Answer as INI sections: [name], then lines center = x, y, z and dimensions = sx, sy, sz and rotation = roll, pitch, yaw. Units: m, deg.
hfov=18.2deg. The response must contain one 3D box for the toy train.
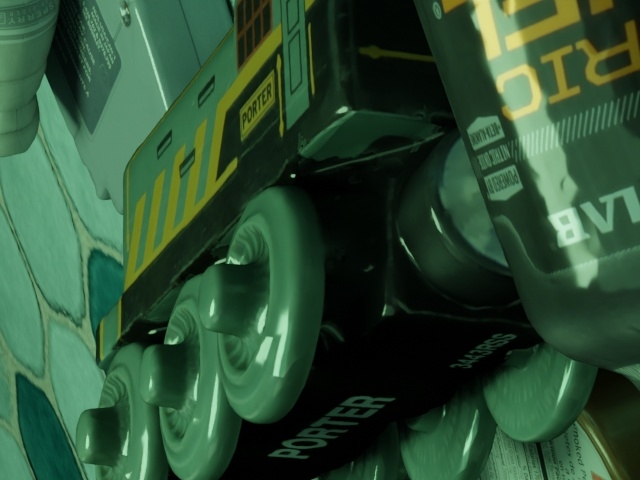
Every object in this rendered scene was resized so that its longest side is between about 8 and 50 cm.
[toy train]
center = 0.000, 0.000, 0.742
dimensions = 0.334, 0.142, 0.190
rotation = 136, 137, -62

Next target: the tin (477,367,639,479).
[tin]
center = 0.086, 0.087, 0.784
dimensions = 0.190, 0.040, 0.106
rotation = 19, 129, 63

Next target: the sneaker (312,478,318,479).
[sneaker]
center = 0.008, 0.127, 0.963
dimensions = 0.115, 0.090, 0.232
rotation = 34, 140, 27

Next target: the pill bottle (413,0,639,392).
[pill bottle]
center = 0.096, -0.055, 0.518
dimensions = 0.245, 0.130, 0.130
rotation = 70, 158, 1

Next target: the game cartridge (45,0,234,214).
[game cartridge]
center = -0.128, -0.172, 1.064
dimensions = 0.294, 0.060, 0.196
rotation = 66, 161, 12

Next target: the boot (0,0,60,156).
[boot]
center = -0.229, -0.156, 1.116
dimensions = 0.258, 0.095, 0.123
rotation = 53, 145, 36
